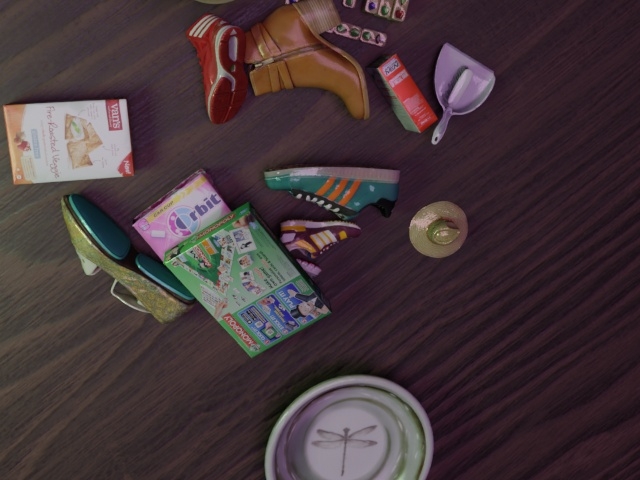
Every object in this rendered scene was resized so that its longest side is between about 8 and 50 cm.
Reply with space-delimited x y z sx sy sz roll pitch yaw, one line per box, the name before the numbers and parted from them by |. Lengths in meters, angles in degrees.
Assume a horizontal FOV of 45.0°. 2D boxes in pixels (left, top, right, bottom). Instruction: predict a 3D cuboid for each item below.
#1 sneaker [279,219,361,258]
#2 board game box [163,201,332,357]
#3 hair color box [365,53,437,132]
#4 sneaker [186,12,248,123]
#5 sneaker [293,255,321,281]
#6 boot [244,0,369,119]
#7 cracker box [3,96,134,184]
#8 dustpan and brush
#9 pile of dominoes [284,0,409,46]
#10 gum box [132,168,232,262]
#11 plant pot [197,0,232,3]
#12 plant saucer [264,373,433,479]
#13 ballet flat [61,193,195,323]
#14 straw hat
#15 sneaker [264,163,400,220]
sneaker | 0.000 0.000 1.680 0.186 0.069 0.083 1 85 -17
board game box | -0.148 0.091 1.630 0.214 0.046 0.317 -29 122 12
hair color box | 0.173 -0.314 1.646 0.053 0.093 0.167 -39 109 -3
sneaker | -0.212 -0.355 1.563 0.087 0.128 0.221 -17 139 -36
sneaker | -0.084 0.067 1.691 0.170 0.063 0.074 18 92 -21
boot | -0.033 -0.341 1.588 0.220 0.109 0.283 -26 115 -1
cracker box | -0.493 -0.199 1.531 0.232 0.067 0.155 -6 105 -12
dustpan and brush | 0.289 -0.308 1.692 0.147 0.060 0.211 26 96 -18
pile of dominoes | 0.062 -0.523 1.599 0.251 0.040 0.195 11 100 -16
gum box | -0.285 -0.054 1.616 0.188 0.062 0.107 -37 109 -2
plant pot | -0.230 -0.537 1.377 0.263 0.229 0.263 9 122 15
plant saucer | 0.062 0.487 1.807 0.401 0.100 0.400 -3 103 -12
ballet flat | -0.415 0.052 1.591 0.348 0.123 0.123 41 91 -18
straw hat | 0.280 -0.017 1.759 0.145 0.061 0.144 -3 103 -12
sneaker | 0.028 -0.101 1.655 0.302 0.108 0.121 1 99 -15
